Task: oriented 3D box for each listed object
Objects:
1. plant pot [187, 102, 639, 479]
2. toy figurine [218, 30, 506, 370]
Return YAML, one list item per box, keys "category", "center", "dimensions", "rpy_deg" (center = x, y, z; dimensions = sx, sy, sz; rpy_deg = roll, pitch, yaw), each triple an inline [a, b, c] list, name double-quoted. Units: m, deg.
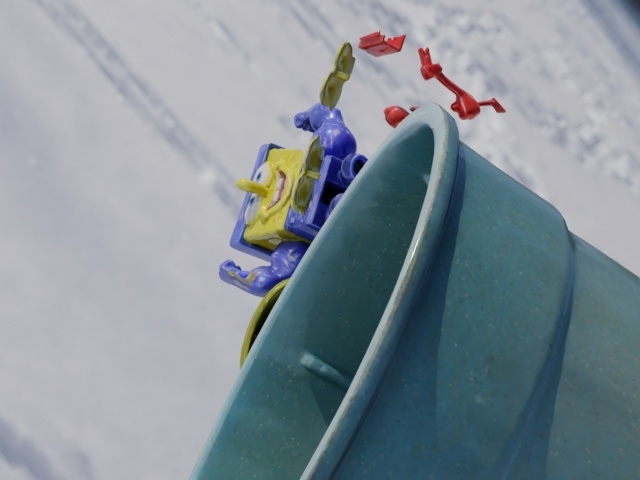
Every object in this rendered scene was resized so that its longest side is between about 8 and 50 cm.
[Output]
- category: "plant pot"
  center: [0.123, 0.155, 1.014]
  dimensions: [0.334, 0.341, 0.341]
  rpy_deg: [28, 18, -7]
- category: "toy figurine"
  center: [0.000, 0.000, 1.784]
  dimensions: [0.191, 0.362, 0.217]
  rpy_deg: [21, -13, -28]
